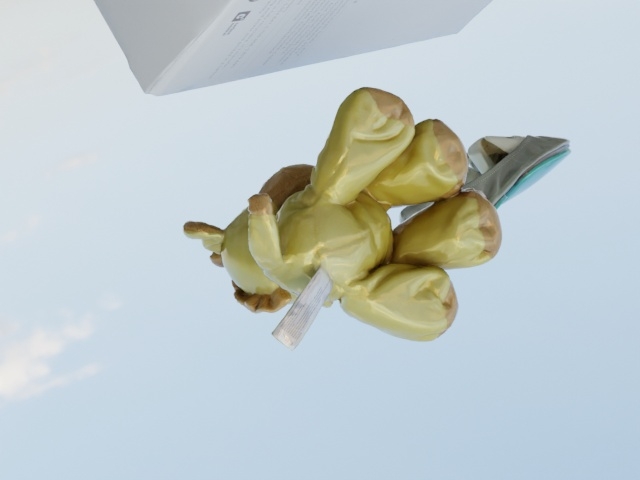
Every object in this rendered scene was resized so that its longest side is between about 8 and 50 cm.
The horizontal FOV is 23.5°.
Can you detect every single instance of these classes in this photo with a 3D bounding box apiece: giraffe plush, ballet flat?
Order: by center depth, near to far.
[{"bbox_3d":[0.000,0.000,1.131,0.210,0.181,0.170,-38,-164,-24],"label":"giraffe plush"},{"bbox_3d":[0.143,-0.055,1.324,0.213,0.068,0.072,-38,174,-41],"label":"ballet flat"}]

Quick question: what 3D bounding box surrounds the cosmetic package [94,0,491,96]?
[{"bbox_3d":[-0.012,-0.264,1.217,0.385,0.217,0.156,-15,159,-47],"label":"cosmetic package"}]
